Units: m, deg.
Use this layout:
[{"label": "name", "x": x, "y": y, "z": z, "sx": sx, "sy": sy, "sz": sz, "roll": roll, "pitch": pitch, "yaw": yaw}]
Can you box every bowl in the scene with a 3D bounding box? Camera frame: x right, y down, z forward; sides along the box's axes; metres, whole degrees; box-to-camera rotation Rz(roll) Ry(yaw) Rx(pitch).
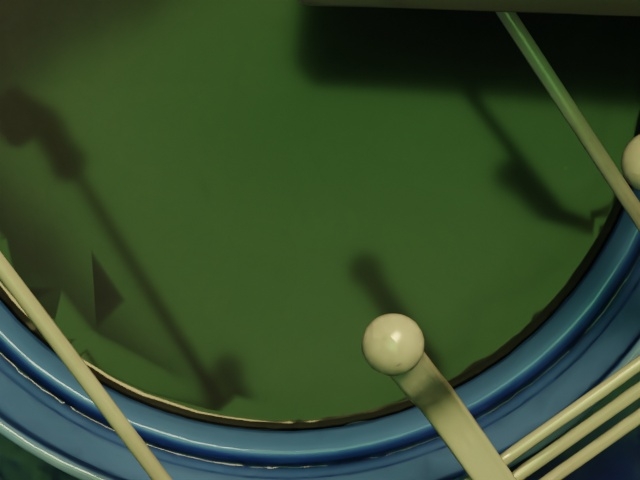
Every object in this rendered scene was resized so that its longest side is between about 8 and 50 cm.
[{"label": "bowl", "x": -0.018, "y": -0.080, "z": 0.693, "sx": 0.391, "sy": 0.077, "sz": 0.391, "roll": 0, "pitch": 90, "yaw": 1}]

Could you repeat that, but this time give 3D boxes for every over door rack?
[{"label": "over door rack", "x": 0.000, "y": 0.000, "z": 0.601, "sx": 0.239, "sy": 0.108, "sz": 0.324, "roll": -35, "pitch": 89, "yaw": 0}]

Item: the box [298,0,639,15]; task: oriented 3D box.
[{"label": "box", "x": 0.139, "y": -0.152, "z": 0.507, "sx": 0.311, "sy": 0.121, "sz": 0.148, "roll": 2, "pitch": 78, "yaw": 9}]
